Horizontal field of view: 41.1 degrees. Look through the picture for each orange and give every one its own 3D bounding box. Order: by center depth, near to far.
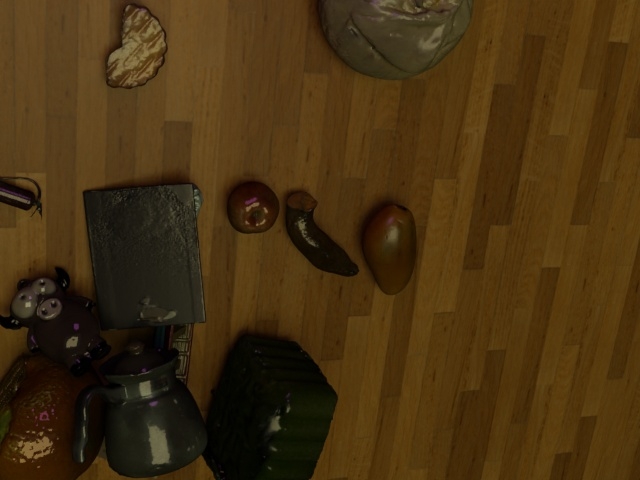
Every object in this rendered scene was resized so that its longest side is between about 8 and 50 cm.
[{"bbox_3d":[-0.580,0.410,1.894,0.196,0.334,0.262,11,122,1],"label":"orange"}]

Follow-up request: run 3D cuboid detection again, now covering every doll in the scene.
[{"bbox_3d":[-0.582,0.179,1.874,0.182,0.117,0.257,-40,81,-19],"label":"doll"}]

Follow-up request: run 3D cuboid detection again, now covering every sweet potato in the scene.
[{"bbox_3d":[0.003,0.002,2.077,0.112,0.085,0.286,-44,118,-5],"label":"sweet potato"}]

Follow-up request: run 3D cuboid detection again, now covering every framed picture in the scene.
[{"bbox_3d":[-0.393,0.039,1.918,0.244,0.013,0.323,-4,101,-1],"label":"framed picture"}]

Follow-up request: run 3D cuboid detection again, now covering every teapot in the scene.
[{"bbox_3d":[-0.416,0.360,1.870,0.305,0.223,0.285,-14,101,-25],"label":"teapot"}]

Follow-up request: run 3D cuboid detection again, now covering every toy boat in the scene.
[{"bbox_3d":[-0.354,0.278,2.038,0.080,0.136,0.391,12,102,14],"label":"toy boat"}]

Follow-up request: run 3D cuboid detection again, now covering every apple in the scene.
[{"bbox_3d":[-0.154,-0.076,1.981,0.126,0.102,0.126,-7,113,-18],"label":"apple"}]

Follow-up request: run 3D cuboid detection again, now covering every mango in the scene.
[{"bbox_3d":[0.172,0.027,2.136,0.139,0.113,0.253,-13,121,-19],"label":"mango"}]

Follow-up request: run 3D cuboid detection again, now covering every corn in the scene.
[{"bbox_3d":[-0.718,0.368,1.963,0.080,0.080,0.231,31,99,-27],"label":"corn"}]

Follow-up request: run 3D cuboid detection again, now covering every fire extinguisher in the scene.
[{"bbox_3d":[-0.660,-0.105,1.821,0.157,0.045,0.078,20,80,-24],"label":"fire extinguisher"}]

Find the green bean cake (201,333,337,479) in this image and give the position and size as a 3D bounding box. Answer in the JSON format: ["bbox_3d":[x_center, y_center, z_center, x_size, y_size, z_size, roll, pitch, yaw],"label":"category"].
[{"bbox_3d":[-0.141,0.416,2.057,0.218,0.335,0.318,12,103,-33],"label":"green bean cake"}]

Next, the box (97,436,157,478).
[{"bbox_3d":[-0.459,0.490,2.113,0.201,0.058,0.141,32,97,-28],"label":"box"}]

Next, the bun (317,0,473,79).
[{"bbox_3d":[0.177,-0.524,1.865,0.366,0.219,0.364,-5,109,-15],"label":"bun"}]

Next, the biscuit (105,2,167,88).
[{"bbox_3d":[-0.385,-0.400,1.797,0.118,0.061,0.183,16,106,-26],"label":"biscuit"}]

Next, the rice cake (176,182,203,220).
[{"bbox_3d":[-0.321,-0.033,1.958,0.063,0.069,0.206,12,108,-26],"label":"rice cake"}]
